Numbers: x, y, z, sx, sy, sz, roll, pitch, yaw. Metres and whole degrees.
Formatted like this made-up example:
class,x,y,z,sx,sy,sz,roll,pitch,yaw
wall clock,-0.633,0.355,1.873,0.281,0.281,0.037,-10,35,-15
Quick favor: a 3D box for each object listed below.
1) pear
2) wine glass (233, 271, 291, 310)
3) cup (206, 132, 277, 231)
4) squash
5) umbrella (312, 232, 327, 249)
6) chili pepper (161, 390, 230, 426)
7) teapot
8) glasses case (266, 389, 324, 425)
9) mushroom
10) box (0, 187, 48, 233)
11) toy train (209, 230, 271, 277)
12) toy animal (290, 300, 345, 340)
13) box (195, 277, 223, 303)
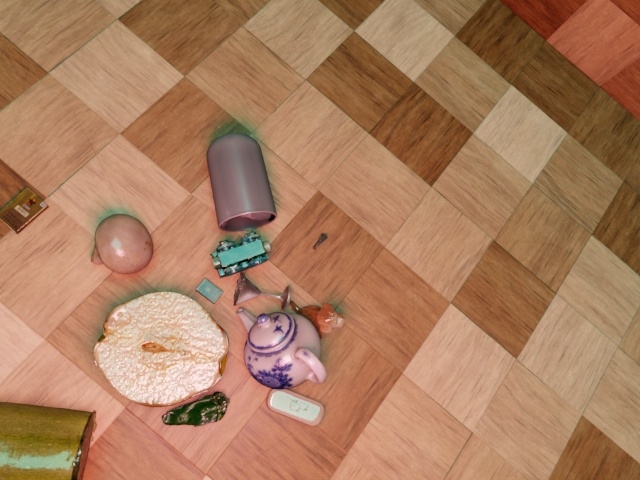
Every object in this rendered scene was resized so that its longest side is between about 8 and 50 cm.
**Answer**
class,x,y,z,sx,sy,sz,roll,pitch,yaw
pear,-0.486,0.344,1.597,0.386,0.191,0.340,19,68,-7
wine glass,-0.199,0.185,1.752,0.183,0.122,0.122,15,73,-15
cup,-0.279,-0.204,1.781,0.205,0.205,0.312,-9,77,-15
squash,-0.843,0.589,1.413,0.384,0.263,0.263,9,74,-12
umbrella,-0.001,0.001,1.892,0.031,0.020,0.083,40,76,0
chili pepper,-0.397,0.538,1.629,0.216,0.062,0.108,-13,119,-12
teapot,-0.131,0.330,1.628,0.252,0.424,0.280,-42,130,-22
glasses case,-0.085,0.555,1.711,0.196,0.050,0.083,22,70,-7
mushroom,-0.658,0.021,1.660,0.204,0.204,0.204,3,75,-12
box,-0.981,-0.097,1.683,0.090,0.023,0.133,40,71,-2
toy train,-0.271,0.052,1.737,0.203,0.163,0.112,-18,81,-15
toy animal,-0.019,0.252,1.734,0.184,0.185,0.104,38,72,-1
box,-0.381,0.174,1.754,0.082,0.023,0.051,37,70,-2
